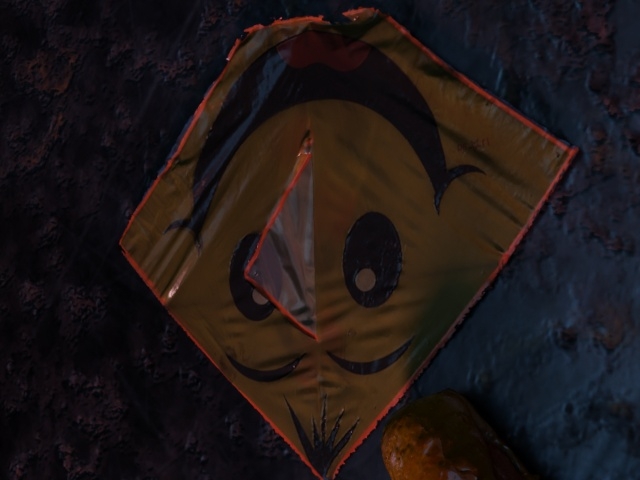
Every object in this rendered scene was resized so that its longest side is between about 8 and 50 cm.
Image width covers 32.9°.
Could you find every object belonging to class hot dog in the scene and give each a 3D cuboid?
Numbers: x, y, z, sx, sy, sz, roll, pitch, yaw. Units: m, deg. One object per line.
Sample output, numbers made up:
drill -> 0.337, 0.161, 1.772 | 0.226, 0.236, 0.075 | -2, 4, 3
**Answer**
hot dog -> 0.122, 0.201, 0.589 | 0.286, 0.061, 0.087 | 50, 124, 32

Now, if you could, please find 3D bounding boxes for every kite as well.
kite -> -0.001, 0.000, 0.737 | 0.378, 0.013, 0.327 | -6, 80, 34
